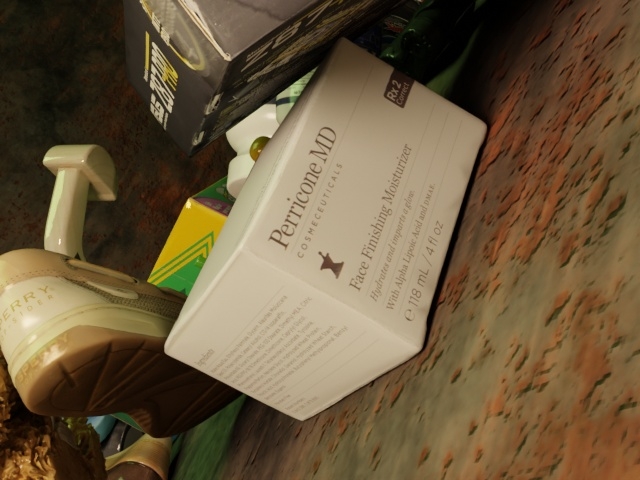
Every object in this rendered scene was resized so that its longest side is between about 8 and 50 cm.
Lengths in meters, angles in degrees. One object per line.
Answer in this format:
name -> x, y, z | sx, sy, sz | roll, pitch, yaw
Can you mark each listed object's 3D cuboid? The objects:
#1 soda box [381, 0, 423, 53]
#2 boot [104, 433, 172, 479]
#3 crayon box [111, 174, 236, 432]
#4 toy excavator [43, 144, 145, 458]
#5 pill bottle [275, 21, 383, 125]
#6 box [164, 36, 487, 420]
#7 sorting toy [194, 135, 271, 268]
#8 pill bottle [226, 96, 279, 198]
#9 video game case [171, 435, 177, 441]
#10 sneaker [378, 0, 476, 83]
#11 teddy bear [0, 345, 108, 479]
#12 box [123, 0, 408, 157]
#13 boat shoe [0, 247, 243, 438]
soda box -> 0.094, -0.272, 1.013 | 0.060, 0.053, 0.169 | -66, 10, -20
boot -> -0.282, 0.369, 1.000 | 0.248, 0.090, 0.207 | -50, 12, 33
crayon box -> -0.187, 0.071, 1.190 | 0.313, 0.106, 0.363 | -61, 3, 10
toy excavator -> -0.406, 0.120, 1.329 | 0.433, 0.222, 0.445 | -75, -18, -49
pill bottle -> 0.008, -0.165, 0.859 | 0.112, 0.112, 0.186 | -176, 90, -79
box -> 0.000, 0.000, 0.536 | 0.182, 0.119, 0.181 | -46, 18, 56
sorting toy -> -0.058, -0.013, 0.848 | 0.365, 0.126, 0.127 | -44, 20, 57
pill bottle -> -0.037, -0.179, 0.994 | 0.153, 0.153, 0.264 | 142, 137, -66
video game case -> -0.231, 0.283, 1.207 | 0.166, 0.015, 0.119 | -52, 14, 41
sneaker -> 0.111, -0.208, 0.768 | 0.089, 0.051, 0.170 | -52, 4, -9
teddy bear -> -0.236, 0.193, 0.601 | 0.113, 0.338, 0.245 | -20, 34, -4
box -> 0.051, -0.219, 0.539 | 0.395, 0.097, 0.318 | -37, 8, -11
boat shoe -> -0.143, 0.084, 0.667 | 0.122, 0.110, 0.341 | -38, -22, 0
